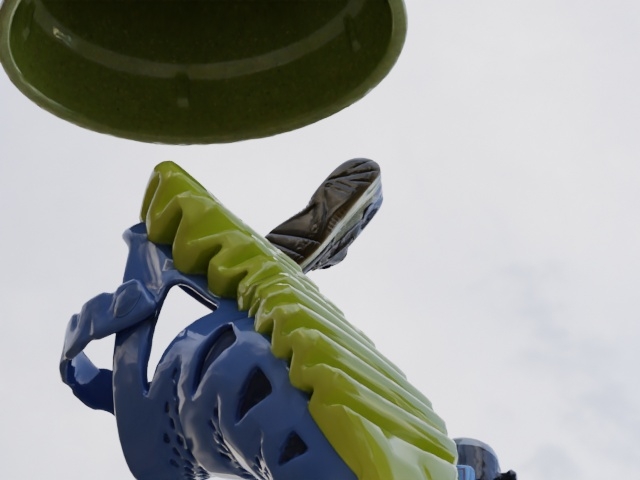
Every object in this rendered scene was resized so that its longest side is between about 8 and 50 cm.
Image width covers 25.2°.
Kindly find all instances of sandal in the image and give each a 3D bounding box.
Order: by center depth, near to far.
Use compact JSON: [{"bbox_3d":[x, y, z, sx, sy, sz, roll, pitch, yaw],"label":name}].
[{"bbox_3d":[-0.044,0.077,0.721,0.126,0.138,0.317,42,-1,-30],"label":"sandal"}]

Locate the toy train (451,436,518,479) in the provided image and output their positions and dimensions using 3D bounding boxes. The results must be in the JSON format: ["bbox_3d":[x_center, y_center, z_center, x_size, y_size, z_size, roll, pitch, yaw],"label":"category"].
[{"bbox_3d":[0.048,0.165,0.721,0.105,0.184,0.080,-6,-56,11],"label":"toy train"}]

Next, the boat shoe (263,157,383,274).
[{"bbox_3d":[0.000,0.000,1.125,0.056,0.152,0.049,27,-26,45],"label":"boat shoe"}]

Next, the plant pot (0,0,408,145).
[{"bbox_3d":[-0.090,-0.243,1.013,0.276,0.254,0.276,-5,-26,-2],"label":"plant pot"}]
